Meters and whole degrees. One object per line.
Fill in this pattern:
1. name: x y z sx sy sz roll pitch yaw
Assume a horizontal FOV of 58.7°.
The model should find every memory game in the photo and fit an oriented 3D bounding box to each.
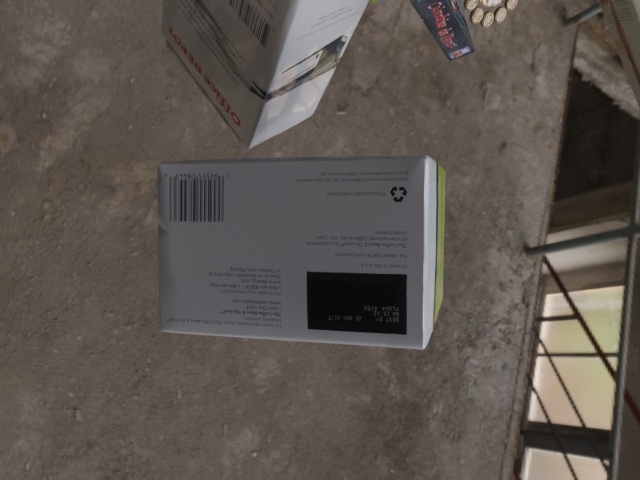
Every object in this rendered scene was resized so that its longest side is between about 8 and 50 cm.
1. memory game: 0.383 -0.557 1.238 0.186 0.012 0.186 -21 132 -25

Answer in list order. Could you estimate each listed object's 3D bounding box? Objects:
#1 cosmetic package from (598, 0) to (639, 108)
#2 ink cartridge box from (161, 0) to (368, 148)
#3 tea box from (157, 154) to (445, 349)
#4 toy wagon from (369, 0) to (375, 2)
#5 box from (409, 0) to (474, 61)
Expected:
1. cosmetic package: 0.616 -0.331 0.976 0.153 0.129 0.296 -25 104 11
2. ink cartridge box: -0.099 -0.374 0.877 0.166 0.395 0.285 -32 82 -26
3. tea box: 0.000 0.000 0.797 0.329 0.323 0.219 1 94 14
4. toy wagon: -0.002 -0.535 1.081 0.268 0.344 0.068 10 70 -17
5. box: 0.160 -0.384 0.829 0.233 0.044 0.159 16 62 -61
